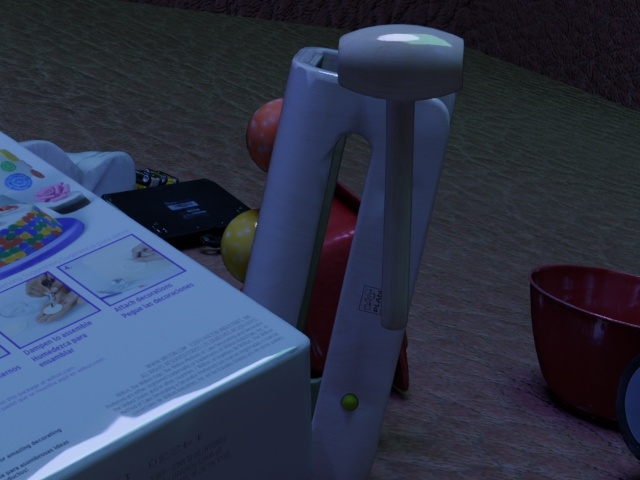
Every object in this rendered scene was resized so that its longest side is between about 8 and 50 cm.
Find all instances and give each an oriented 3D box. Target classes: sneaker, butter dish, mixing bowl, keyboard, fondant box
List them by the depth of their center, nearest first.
[{"bbox_3d":[-0.197,0.067,1.010,0.238,0.096,0.330,-26,41,-32],"label":"fondant box"},{"bbox_3d":[-0.008,0.039,1.482,0.118,0.160,0.160,-16,20,-14],"label":"butter dish"},{"bbox_3d":[0.249,0.093,1.527,0.181,0.098,0.181,11,13,-2],"label":"mixing bowl"},{"bbox_3d":[-0.269,-0.055,1.773,0.094,0.080,0.212,6,2,27],"label":"sneaker"},{"bbox_3d":[-0.124,-0.017,1.795,0.108,0.023,0.180,36,25,23],"label":"keyboard"}]

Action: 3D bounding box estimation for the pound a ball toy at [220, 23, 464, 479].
[{"bbox_3d":[0.000,0.000,1.213,0.136,0.319,0.208,13,14,3],"label":"pound a ball toy"}]

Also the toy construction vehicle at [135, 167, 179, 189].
[{"bbox_3d":[-0.158,-0.046,1.902,0.098,0.035,0.086,23,6,30],"label":"toy construction vehicle"}]

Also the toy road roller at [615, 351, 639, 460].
[{"bbox_3d":[0.388,0.090,1.305,0.202,0.240,0.329,0,24,-41],"label":"toy road roller"}]
